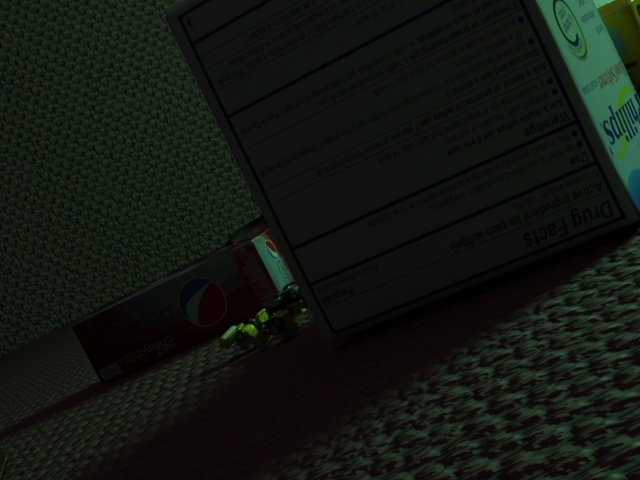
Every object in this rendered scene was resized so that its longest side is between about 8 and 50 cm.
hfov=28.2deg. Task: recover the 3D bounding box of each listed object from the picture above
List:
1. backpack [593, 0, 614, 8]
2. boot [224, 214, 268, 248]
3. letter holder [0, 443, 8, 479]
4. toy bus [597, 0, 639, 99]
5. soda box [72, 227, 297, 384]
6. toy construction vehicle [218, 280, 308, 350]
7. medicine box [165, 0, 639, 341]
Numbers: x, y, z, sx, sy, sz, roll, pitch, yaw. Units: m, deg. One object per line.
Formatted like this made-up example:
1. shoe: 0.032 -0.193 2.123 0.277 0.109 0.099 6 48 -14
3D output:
1. backpack: 0.402 -0.269 1.869 0.188 0.144 0.166 -38 21 10
2. boot: -0.046 -0.083 2.010 0.248 0.206 0.090 -23 44 -29
3. letter holder: -0.386 0.153 1.082 0.152 0.214 0.302 -27 5 -11
4. toy bus: 0.151 -0.079 1.094 0.333 0.130 0.108 -24 -7 32
5. soda box: -0.155 0.076 1.505 0.263 0.083 0.092 -24 6 21
6. toy construction vehicle: -0.043 0.078 1.197 0.098 0.035 0.086 -26 14 41
7. medicine box: 0.075 -0.109 0.958 0.263 0.289 0.149 -24 5 29
